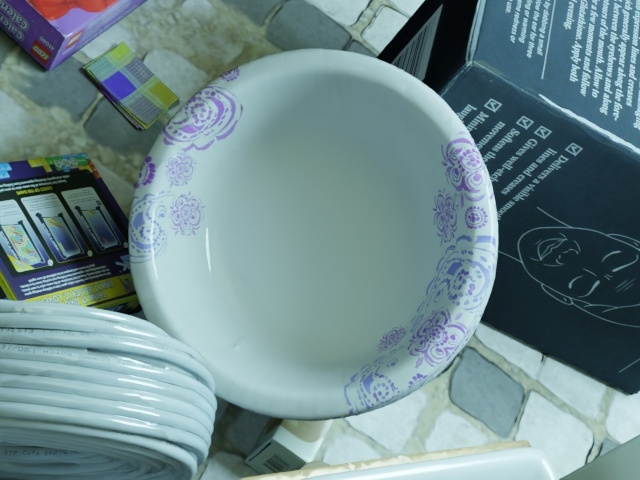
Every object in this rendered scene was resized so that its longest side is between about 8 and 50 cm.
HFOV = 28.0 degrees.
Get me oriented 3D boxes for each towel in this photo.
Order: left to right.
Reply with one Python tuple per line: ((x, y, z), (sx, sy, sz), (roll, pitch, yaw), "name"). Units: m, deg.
((-0.175, -0.145, 1.204), (0.083, 0.009, 0.060), (46, 50, 2), "towel")

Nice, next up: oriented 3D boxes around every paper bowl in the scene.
((0.000, 0.000, 1.030), (0.284, 0.148, 0.284), (-1, 85, 8), "paper bowl")

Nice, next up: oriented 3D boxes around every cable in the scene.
((-0.199, 0.109, 0.875), (0.257, 0.257, 0.089), (9, 70, -14), "cable")

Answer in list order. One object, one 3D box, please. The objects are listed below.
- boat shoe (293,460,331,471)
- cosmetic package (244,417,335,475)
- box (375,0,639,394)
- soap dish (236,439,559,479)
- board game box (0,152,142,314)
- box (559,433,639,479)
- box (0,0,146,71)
((-0.042, 0.299, 0.955), (0.102, 0.092, 0.285), (34, 47, -19), "boat shoe")
((-0.013, 0.147, 1.089), (0.041, 0.060, 0.115), (37, 48, -6), "cosmetic package")
((0.239, -0.067, 1.218), (0.395, 0.293, 0.212), (27, 52, -15), "box")
((0.071, 0.271, 0.913), (0.290, 0.118, 0.229), (1, 64, -40), "soap dish")
((-0.220, 0.005, 1.025), (0.141, 0.048, 0.170), (58, 30, 10), "board game box")
((0.259, 0.226, 1.059), (0.113, 0.275, 0.094), (-4, 64, -33), "box")
((-0.234, -0.312, 1.240), (0.201, 0.057, 0.293), (43, 49, 0), "box")
